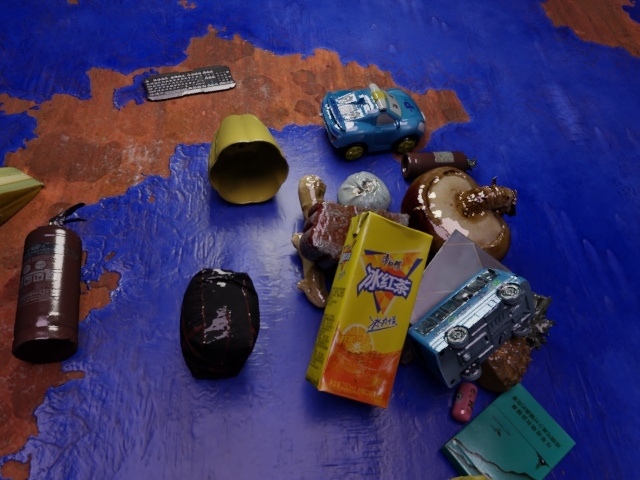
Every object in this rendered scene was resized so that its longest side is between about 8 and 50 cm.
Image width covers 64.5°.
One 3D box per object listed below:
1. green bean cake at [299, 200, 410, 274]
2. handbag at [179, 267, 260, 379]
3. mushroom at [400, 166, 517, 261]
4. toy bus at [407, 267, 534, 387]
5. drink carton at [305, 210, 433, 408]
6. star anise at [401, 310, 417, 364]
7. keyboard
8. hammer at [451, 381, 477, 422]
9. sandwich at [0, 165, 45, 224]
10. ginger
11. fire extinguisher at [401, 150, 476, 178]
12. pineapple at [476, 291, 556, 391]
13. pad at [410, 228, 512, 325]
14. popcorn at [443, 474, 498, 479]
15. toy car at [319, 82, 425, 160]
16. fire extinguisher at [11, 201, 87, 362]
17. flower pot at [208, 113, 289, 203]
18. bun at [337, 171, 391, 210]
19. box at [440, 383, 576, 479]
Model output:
[{"bbox_3d":[0.075,-0.012,1.143,0.232,0.097,0.199,21,67,-18],"label":"green bean cake"},{"bbox_3d":[-0.195,0.170,0.989,0.155,0.215,0.169,5,59,-15],"label":"handbag"},{"bbox_3d":[0.337,-0.053,1.246,0.278,0.163,0.297,-15,61,-6],"label":"mushroom"},{"bbox_3d":[0.300,0.163,1.008,0.246,0.114,0.134,-36,32,-14],"label":"toy bus"},{"bbox_3d":[0.095,0.133,1.012,0.154,0.111,0.352,20,81,-16],"label":"drink carton"},{"bbox_3d":[0.232,0.190,1.115,0.212,0.073,0.197,-10,66,-20],"label":"star anise"},{"bbox_3d":[-0.388,-0.470,1.506,0.262,0.016,0.106,-15,59,-17],"label":"keyboard"},{"bbox_3d":[0.298,0.334,1.049,0.043,0.043,0.083,25,57,9],"label":"hammer"},{"bbox_3d":[-0.754,-0.129,1.151,0.117,0.144,0.187,28,57,8],"label":"sandwich"},{"bbox_3d":[0.000,0.000,1.207,0.147,0.081,0.334,17,65,-21],"label":"ginger"},{"bbox_3d":[0.338,-0.218,1.413,0.231,0.071,0.099,-5,29,-12],"label":"fire extinguisher"},{"bbox_3d":[0.423,0.211,1.099,0.248,0.128,0.128,-35,67,-28],"label":"pineapple"},{"bbox_3d":[0.293,0.110,1.099,0.163,0.004,0.243,38,74,6],"label":"pad"},{"bbox_3d":[0.242,0.519,0.814,0.270,0.224,0.258,5,72,-15],"label":"popcorn"},{"bbox_3d":[0.154,-0.350,1.418,0.314,0.166,0.198,-9,62,-15],"label":"toy car"},{"bbox_3d":[-0.553,0.073,1.057,0.135,0.114,0.337,-16,59,0],"label":"fire extinguisher"},{"bbox_3d":[-0.189,-0.218,1.275,0.195,0.195,0.179,-6,45,-12],"label":"flower pot"},{"bbox_3d":[0.113,-0.118,1.301,0.140,0.083,0.141,4,59,-6],"label":"bun"},{"bbox_3d":[0.373,0.409,1.008,0.226,0.042,0.161,-30,64,-25],"label":"box"}]
